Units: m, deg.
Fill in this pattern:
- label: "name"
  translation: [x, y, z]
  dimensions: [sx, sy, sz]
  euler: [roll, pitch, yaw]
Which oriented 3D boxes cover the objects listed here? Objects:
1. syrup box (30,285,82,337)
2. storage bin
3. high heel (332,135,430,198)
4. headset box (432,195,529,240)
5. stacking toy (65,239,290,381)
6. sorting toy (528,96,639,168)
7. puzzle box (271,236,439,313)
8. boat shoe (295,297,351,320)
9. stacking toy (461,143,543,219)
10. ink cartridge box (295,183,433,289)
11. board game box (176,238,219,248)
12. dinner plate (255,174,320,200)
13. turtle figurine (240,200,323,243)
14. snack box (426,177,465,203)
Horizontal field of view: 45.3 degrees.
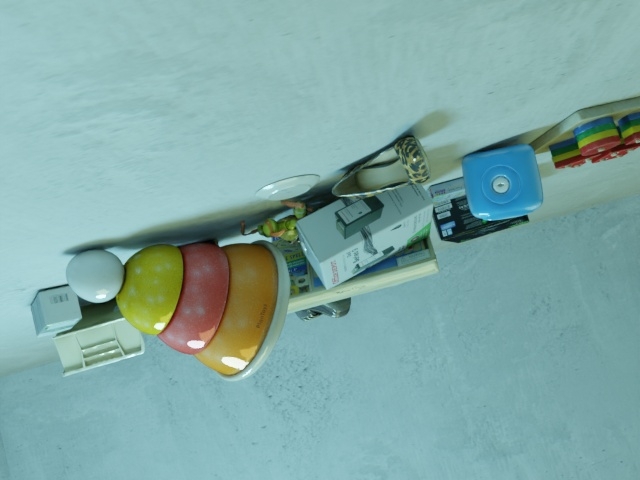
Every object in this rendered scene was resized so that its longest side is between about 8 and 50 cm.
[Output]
- label: "syrup box"
  translation: [-0.719, 0.194, 2.075]
  dimensions: [0.093, 0.096, 0.237]
  euler: [-12, 173, -28]
- label: "storage bin"
  translation: [-0.639, 0.268, 2.306]
  dimensions: [0.260, 0.123, 0.262]
  euler: [-15, -166, -2]
- label: "high heel"
  translation: [0.115, -0.129, 1.511]
  dimensions: [0.186, 0.093, 0.261]
  euler: [-22, 180, -1]
- label: "headset box"
  translation: [0.492, -0.088, 2.353]
  dimensions: [0.246, 0.131, 0.283]
  euler: [-18, 172, 19]
- label: "stacking toy"
  translation: [-0.342, 0.111, 1.762]
  dimensions: [0.480, 0.350, 0.351]
  euler: [20, 153, -30]
- label: "sorting toy"
  translation: [0.663, -0.243, 1.808]
  dimensions: [0.256, 0.089, 0.257]
  euler: [-14, 171, -14]
- label: "puzzle box"
  translation: [0.077, 0.024, 1.938]
  dimensions: [0.409, 0.272, 0.052]
  euler: [-16, 132, 7]
- label: "boat shoe"
  translation: [-0.020, 0.178, 2.375]
  dimensions: [0.132, 0.130, 0.355]
  euler: [-11, -159, -28]
- label: "stacking toy"
  translation: [0.467, -0.160, 1.900]
  dimensions: [0.175, 0.165, 0.302]
  euler: [-9, -171, 22]
- label: "ink cartridge box"
  translation: [0.103, -0.025, 1.766]
  dimensions: [0.289, 0.121, 0.211]
  euler: [-28, 159, -5]
- label: "board game box"
  translation: [-0.344, 0.050, 2.000]
  dimensions: [0.141, 0.048, 0.170]
  euler: [-14, 171, -19]
- label: "dinner plate"
  translation: [-0.067, -0.107, 1.608]
  dimensions: [0.141, 0.017, 0.141]
  euler: [-15, 170, -3]
- label: "turtle figurine"
  translation: [-0.051, -0.040, 1.820]
  dimensions: [0.217, 0.087, 0.269]
  euler: [-9, 169, -36]
- label: "snack box"
  translation: [0.363, -0.139, 2.103]
  dimensions: [0.141, 0.037, 0.100]
  euler: [-15, 170, -4]
